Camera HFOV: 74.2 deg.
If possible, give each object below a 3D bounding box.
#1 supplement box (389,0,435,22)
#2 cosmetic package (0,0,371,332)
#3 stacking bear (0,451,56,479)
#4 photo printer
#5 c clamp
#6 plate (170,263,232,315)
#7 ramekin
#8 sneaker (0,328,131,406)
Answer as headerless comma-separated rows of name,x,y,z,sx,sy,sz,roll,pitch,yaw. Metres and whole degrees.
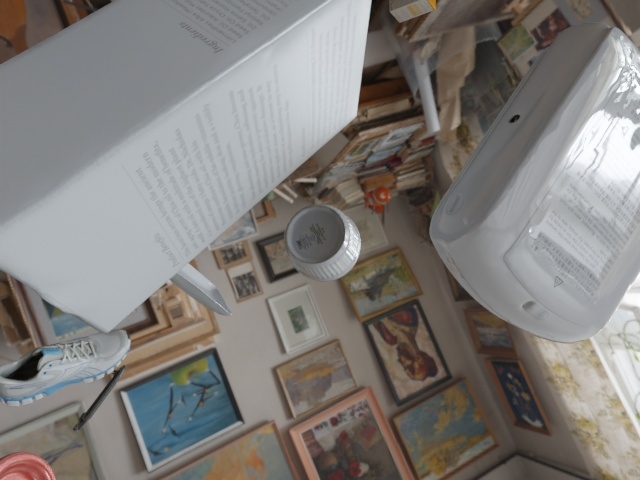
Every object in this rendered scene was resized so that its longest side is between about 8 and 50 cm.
supplement box,0.227,-0.583,1.044,0.098,0.036,0.062,-4,176,34
cosmetic package,-0.149,-0.134,0.484,0.453,0.161,0.230,-45,162,-21
stacking bear,-0.571,0.443,0.632,0.288,0.164,0.175,-21,138,5
photo printer,0.287,-0.044,0.501,0.308,0.256,0.107,-56,-159,-2
c clamp,-0.457,0.324,0.875,0.161,0.022,0.137,-56,-168,-18
plate,-0.432,0.135,1.414,0.045,0.278,0.277,-48,-152,-7
ramekin,0.000,0.000,1.139,0.207,0.207,0.109,-23,158,7
sneaker,-0.388,0.182,0.644,0.190,0.071,0.083,-23,151,-32
